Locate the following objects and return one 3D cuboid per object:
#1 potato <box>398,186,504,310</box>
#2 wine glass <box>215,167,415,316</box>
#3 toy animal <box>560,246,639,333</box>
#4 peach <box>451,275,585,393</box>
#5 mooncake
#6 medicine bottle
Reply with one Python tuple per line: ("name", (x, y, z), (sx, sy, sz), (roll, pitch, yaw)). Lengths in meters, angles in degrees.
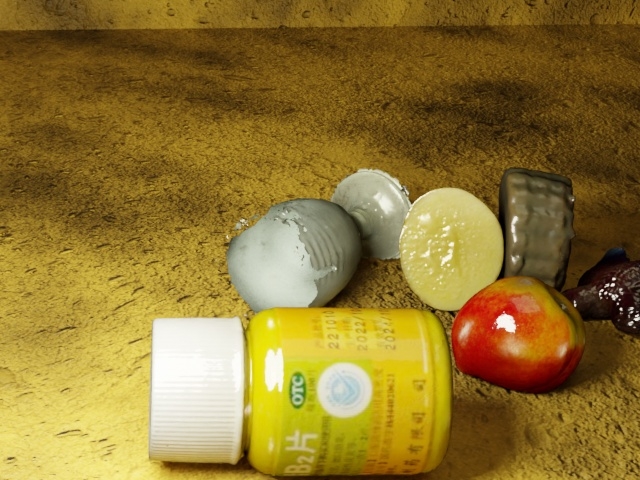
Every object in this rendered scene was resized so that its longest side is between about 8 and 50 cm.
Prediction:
("potato", (0.224, 0.008, 2.240), (0.178, 0.203, 0.158), (-21, 2, 8))
("wine glass", (0.004, 0.004, 2.191), (0.190, 0.190, 0.357), (21, 26, 30))
("toy animal", (0.495, 0.075, 2.206), (0.180, 0.116, 0.218), (-3, 34, -18))
("peach", (0.303, 0.152, 2.017), (0.190, 0.192, 0.190), (35, 30, -24))
("mooncake", (0.366, -0.011, 2.233), (0.124, 0.228, 0.228), (3, 26, 1))
("medicine bottle", (-0.031, 0.198, 1.733), (0.385, 0.224, 0.224), (2, 26, -8))
